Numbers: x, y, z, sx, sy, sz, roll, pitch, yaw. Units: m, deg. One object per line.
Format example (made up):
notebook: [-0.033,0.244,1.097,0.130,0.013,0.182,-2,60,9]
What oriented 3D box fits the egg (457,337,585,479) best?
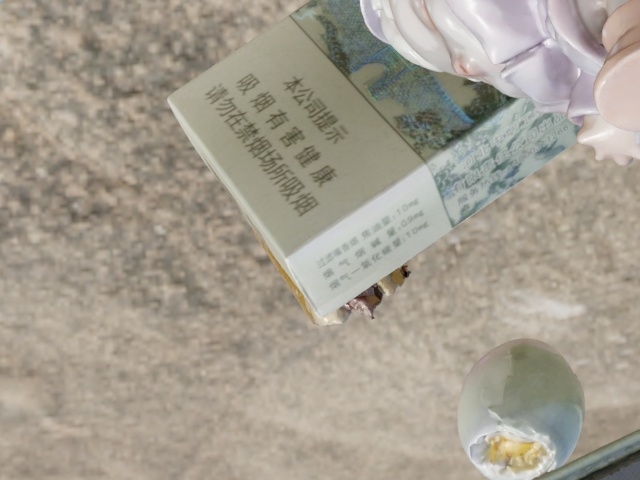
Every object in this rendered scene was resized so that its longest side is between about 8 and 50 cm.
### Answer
egg: [0.292,0.237,1.881,0.183,0.217,0.183,8,127,10]

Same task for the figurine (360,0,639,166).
figurine: [0.112,-0.121,0.583,0.200,0.276,0.133,37,90,-32]

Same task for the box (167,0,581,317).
box: [0.057,-0.092,0.769,0.256,0.164,0.069,-35,140,-4]

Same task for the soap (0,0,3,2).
soap: [-0.564,-0.363,1.580,0.435,0.213,0.350,-32,169,27]

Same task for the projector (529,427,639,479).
projector: [0.212,0.294,0.970,0.248,0.249,0.249,-22,166,-15]

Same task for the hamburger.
hamburger: [0.000,0.000,1.843,0.155,0.245,0.282,-36,-178,1]
